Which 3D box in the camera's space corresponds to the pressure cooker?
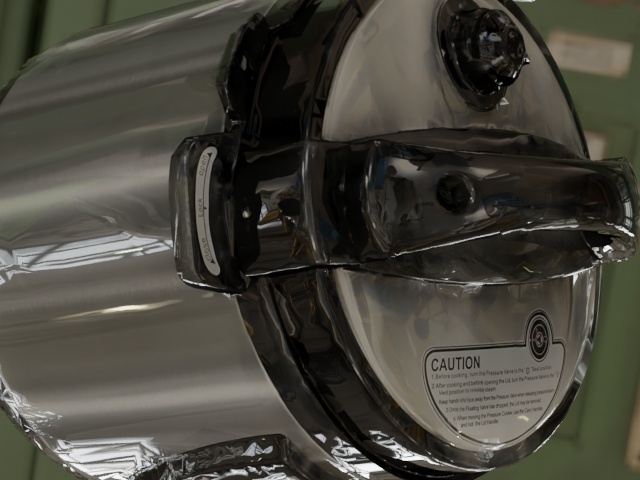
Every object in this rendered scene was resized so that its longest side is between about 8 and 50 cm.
[{"bbox_3d":[-0.002,-0.006,1.218,0.420,0.375,0.370,-9,-143,38],"label":"pressure cooker"}]
